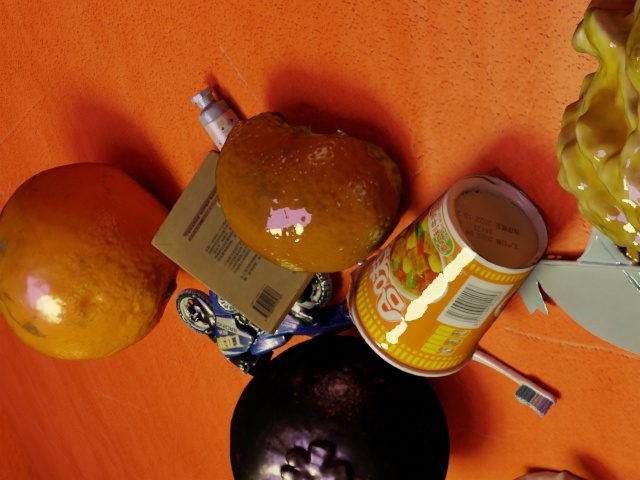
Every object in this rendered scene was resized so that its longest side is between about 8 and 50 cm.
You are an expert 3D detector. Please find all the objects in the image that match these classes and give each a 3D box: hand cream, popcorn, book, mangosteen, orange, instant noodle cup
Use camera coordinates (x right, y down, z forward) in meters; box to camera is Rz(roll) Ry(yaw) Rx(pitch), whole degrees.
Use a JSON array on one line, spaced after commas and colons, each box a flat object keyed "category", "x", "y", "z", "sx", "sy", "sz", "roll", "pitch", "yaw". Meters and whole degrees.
[{"category": "hand cream", "x": -0.109, "y": -0.123, "z": 1.231, "sx": 0.065, "sy": 0.043, "sz": 0.171, "roll": -33, "pitch": 94, "yaw": 17}, {"category": "popcorn", "x": 0.268, "y": -0.096, "z": 0.650, "sx": 0.251, "sy": 0.205, "sz": 0.237, "roll": 57, "pitch": 169, "yaw": 25}, {"category": "book", "x": -0.107, "y": 0.001, "z": 1.265, "sx": 0.231, "sy": 0.161, "sz": 0.026, "roll": 36, "pitch": -177, "yaw": 24}, {"category": "mangosteen", "x": 0.034, "y": 0.278, "z": 1.247, "sx": 0.297, "sy": 0.297, "sz": 0.313, "roll": 26, "pitch": 172, "yaw": 35}, {"category": "orange", "x": -0.026, "y": -0.047, "z": 1.097, "sx": 0.237, "sy": 0.158, "sz": 0.179, "roll": 25, "pitch": 158, "yaw": 34}, {"category": "orange", "x": -0.367, "y": 0.033, "z": 1.473, "sx": 0.312, "sy": 0.312, "sz": 0.312, "roll": 32, "pitch": 143, "yaw": 28}, {"category": "instant noodle cup", "x": 0.138, "y": 0.029, "z": 0.982, "sx": 0.168, "sy": 0.168, "sz": 0.185, "roll": 45, "pitch": 139, "yaw": 10}]

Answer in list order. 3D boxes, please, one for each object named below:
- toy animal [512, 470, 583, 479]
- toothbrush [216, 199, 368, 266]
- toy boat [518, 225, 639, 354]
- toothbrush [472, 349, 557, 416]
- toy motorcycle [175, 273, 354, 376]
[{"category": "toy animal", "x": 0.272, "y": 0.433, "z": 1.096, "sx": 0.206, "sy": 0.265, "sz": 0.272, "roll": -16, "pitch": 107, "yaw": 54}, {"category": "toothbrush", "x": 0.000, "y": 0.002, "z": 1.191, "sx": 0.321, "sy": 0.023, "sz": 0.031, "roll": 20, "pitch": 137, "yaw": 25}, {"category": "toy boat", "x": 0.282, "y": 0.054, "z": 0.903, "sx": 0.291, "sy": 0.067, "sz": 0.221, "roll": -2, "pitch": 120, "yaw": 55}, {"category": "toothbrush", "x": 0.158, "y": 0.125, "z": 1.162, "sx": 0.304, "sy": 0.030, "sz": 0.030, "roll": 32, "pitch": 143, "yaw": 33}, {"category": "toy motorcycle", "x": -0.078, "y": 0.110, "z": 1.351, "sx": 0.315, "sy": 0.113, "sz": 0.169, "roll": -20, "pitch": 109, "yaw": 41}]
